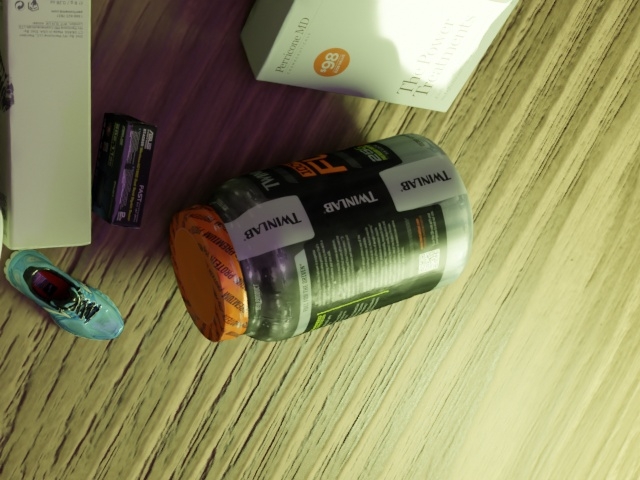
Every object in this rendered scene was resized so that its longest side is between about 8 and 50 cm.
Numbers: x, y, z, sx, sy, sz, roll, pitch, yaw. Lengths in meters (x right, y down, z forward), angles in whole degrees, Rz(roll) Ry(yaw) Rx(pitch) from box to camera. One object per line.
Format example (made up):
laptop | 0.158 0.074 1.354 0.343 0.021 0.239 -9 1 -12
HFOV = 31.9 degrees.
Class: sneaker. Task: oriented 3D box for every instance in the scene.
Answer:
sneaker | -0.297 0.074 1.315 0.162 0.073 0.063 37 84 -30

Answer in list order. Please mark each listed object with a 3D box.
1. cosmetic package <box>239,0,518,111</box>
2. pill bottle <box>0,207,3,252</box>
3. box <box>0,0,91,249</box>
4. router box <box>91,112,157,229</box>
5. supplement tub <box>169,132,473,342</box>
cosmetic package | 0.108 -0.334 1.308 0.284 0.097 0.377 7 134 -27
pill bottle | -0.462 -0.003 1.173 0.229 0.131 0.131 8 99 -30
box | -0.311 -0.135 1.234 0.094 0.113 0.275 -4 103 -27
router box | -0.230 -0.082 1.300 0.038 0.092 0.123 6 100 -29
supplement tub | 0.000 0.000 1.380 0.338 0.207 0.207 -17 110 -25
